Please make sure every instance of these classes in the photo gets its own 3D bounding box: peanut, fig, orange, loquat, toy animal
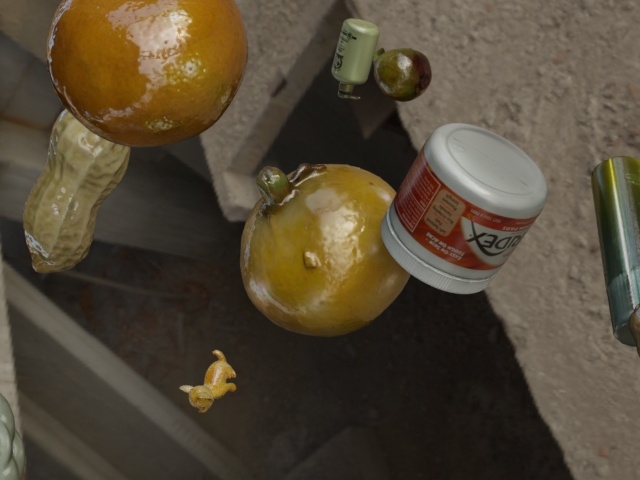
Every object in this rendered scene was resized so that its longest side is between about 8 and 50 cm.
[{"bbox_3d":[-0.376,-0.078,1.404,0.120,0.136,0.298,37,111,29],"label":"peanut"},{"bbox_3d":[0.108,-0.243,1.307,0.098,0.082,0.084,23,58,25],"label":"fig"},{"bbox_3d":[-0.133,-0.142,0.708,0.124,0.156,0.156,85,159,-43],"label":"orange"},{"bbox_3d":[0.000,0.000,1.627,0.328,0.359,0.328,-23,39,20],"label":"loquat"},{"bbox_3d":[-0.165,0.208,1.334,0.060,0.083,0.081,8,104,37],"label":"toy animal"}]

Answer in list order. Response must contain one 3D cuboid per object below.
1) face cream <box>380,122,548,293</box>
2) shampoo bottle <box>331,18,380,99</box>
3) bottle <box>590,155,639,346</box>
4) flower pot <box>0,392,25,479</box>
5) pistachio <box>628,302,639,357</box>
[{"bbox_3d":[0.218,-0.050,1.388,0.187,0.201,0.201,-62,39,35],"label":"face cream"},{"bbox_3d":[0.067,-0.371,1.885,0.079,0.079,0.162,47,130,46],"label":"shampoo bottle"},{"bbox_3d":[0.432,0.010,1.272,0.082,0.082,0.286,-34,37,40],"label":"bottle"},{"bbox_3d":[-0.430,0.235,0.937,0.195,0.246,0.246,-35,54,45],"label":"flower pot"},{"bbox_3d":[0.446,0.101,1.010,0.210,0.165,0.130,-2,53,54],"label":"pistachio"}]
